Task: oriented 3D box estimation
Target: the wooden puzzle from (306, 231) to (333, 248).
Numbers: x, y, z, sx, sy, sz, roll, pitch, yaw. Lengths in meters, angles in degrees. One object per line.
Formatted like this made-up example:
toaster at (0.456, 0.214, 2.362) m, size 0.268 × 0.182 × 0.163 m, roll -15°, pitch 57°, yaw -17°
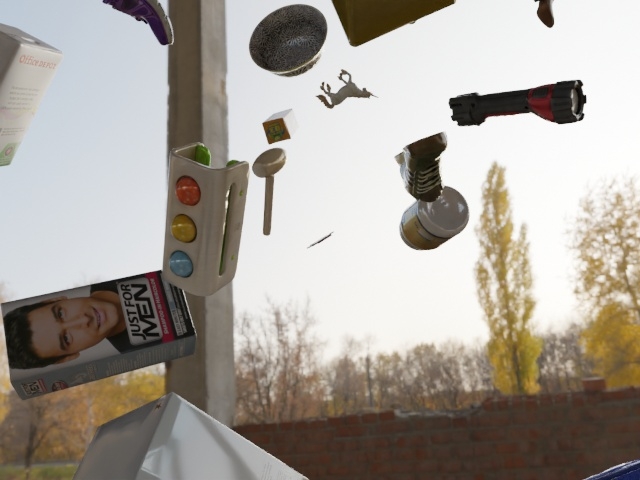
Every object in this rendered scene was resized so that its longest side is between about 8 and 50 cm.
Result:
wooden puzzle at (0.000, 0.000, 1.482) m, size 0.083 × 0.006 × 0.049 m, roll -32°, pitch 4°, yaw -15°

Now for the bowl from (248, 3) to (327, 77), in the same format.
bowl at (-0.055, -0.395, 1.244) m, size 0.170 × 0.170 × 0.080 m, roll -8°, pitch -25°, yaw 15°

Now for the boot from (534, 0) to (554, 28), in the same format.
boot at (0.569, -0.603, 1.497) m, size 0.042 × 0.087 × 0.118 m, roll 13°, pitch -29°, yaw 53°

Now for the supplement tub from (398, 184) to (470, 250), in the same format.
supplement tub at (0.304, -0.055, 1.642) m, size 0.145 × 0.144 × 0.199 m, roll 0°, pitch -16°, yaw -13°

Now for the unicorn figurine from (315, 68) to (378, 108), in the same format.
unicorn figurine at (0.074, -0.438, 1.757) m, size 0.162 × 0.060 × 0.111 m, roll -23°, pitch -55°, yaw 27°

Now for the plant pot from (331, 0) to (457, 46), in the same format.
plant pot at (0.100, -0.501, 1.026) m, size 0.212 × 0.212 × 0.187 m, roll -22°, pitch -13°, yaw 6°

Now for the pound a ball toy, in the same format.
pound a ball toy at (-0.199, -0.043, 1.150) m, size 0.208 × 0.319 × 0.136 m, roll 23°, pitch 30°, yaw 21°

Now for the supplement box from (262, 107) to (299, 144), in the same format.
supplement box at (-0.128, -0.374, 1.965) m, size 0.078 × 0.080 × 0.233 m, roll -14°, pitch 19°, yaw 9°

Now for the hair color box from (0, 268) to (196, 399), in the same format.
hair color box at (-0.483, 0.198, 1.333) m, size 0.375 × 0.185 × 0.113 m, roll -12°, pitch -29°, yaw -21°

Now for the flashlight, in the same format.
flashlight at (0.466, -0.317, 1.437) m, size 0.304 × 0.103 × 0.103 m, roll 3°, pitch 20°, yaw 44°

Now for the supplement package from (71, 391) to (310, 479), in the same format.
supplement package at (-0.187, 0.375, 0.808) m, size 0.198 × 0.199 × 0.263 m, roll -30°, pitch -60°, yaw 36°

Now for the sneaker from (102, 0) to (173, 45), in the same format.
sneaker at (-0.293, -0.370, 0.928) m, size 0.071 × 0.068 × 0.170 m, roll -37°, pitch -63°, yaw 4°

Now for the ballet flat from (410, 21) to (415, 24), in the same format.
ballet flat at (0.212, -0.538, 1.439) m, size 0.041 × 0.041 × 0.114 m, roll -16°, pitch -2°, yaw 36°

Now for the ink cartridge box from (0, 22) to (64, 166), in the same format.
ink cartridge box at (-0.655, -0.287, 1.192) m, size 0.117 × 0.278 × 0.201 m, roll 30°, pitch 10°, yaw -6°

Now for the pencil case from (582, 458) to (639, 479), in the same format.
pencil case at (0.375, 0.330, 0.725) m, size 0.306 × 0.133 × 0.119 m, roll -33°, pitch -15°, yaw 26°

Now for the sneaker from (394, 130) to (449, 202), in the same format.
sneaker at (0.154, -0.098, 0.862) m, size 0.064 × 0.086 × 0.192 m, roll -20°, pitch 1°, yaw -1°
